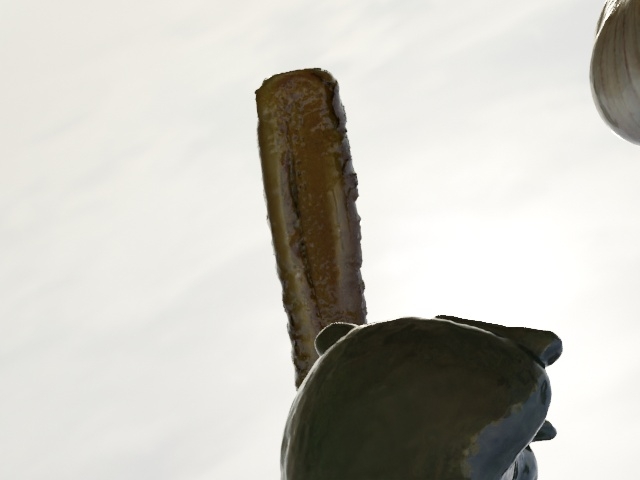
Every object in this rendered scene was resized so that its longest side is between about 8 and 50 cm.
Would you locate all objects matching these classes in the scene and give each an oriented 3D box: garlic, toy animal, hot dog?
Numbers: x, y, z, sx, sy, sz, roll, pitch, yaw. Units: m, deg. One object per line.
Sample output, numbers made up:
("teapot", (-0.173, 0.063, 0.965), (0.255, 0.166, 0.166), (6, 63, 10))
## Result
("garlic", (0.253, -0.189, 1.307), (0.199, 0.226, 0.199), (-26, -165, 8))
("toy animal", (0.029, 0.157, 0.809), (0.127, 0.125, 0.251), (-6, -129, 39))
("hot dog", (-0.001, 0.000, 1.547), (0.083, 0.289, 0.068), (-5, -167, 11))
